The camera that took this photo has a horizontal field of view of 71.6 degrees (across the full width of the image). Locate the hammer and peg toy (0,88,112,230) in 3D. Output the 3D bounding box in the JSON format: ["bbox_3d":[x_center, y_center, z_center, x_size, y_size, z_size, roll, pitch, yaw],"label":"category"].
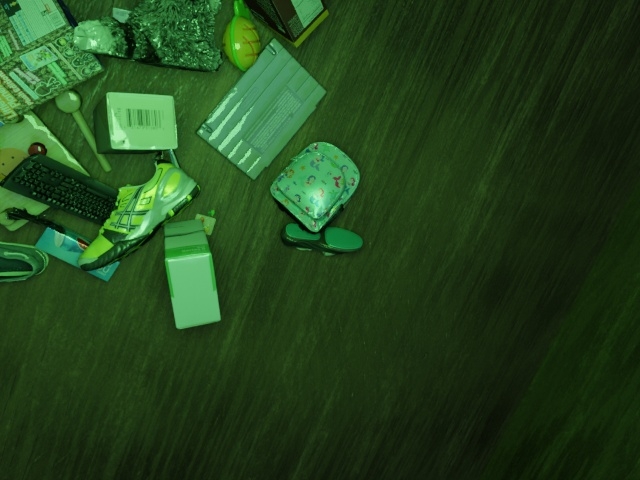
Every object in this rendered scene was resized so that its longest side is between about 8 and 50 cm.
[{"bbox_3d":[-0.735,-0.217,1.144,0.361,0.127,0.266,-36,115,-6],"label":"hammer and peg toy"}]

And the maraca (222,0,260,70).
[{"bbox_3d":[-0.214,-0.560,1.215,0.099,0.127,0.185,1,84,12],"label":"maraca"}]

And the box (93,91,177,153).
[{"bbox_3d":[-0.468,-0.279,1.101,0.148,0.311,0.121,-8,102,-32],"label":"box"}]

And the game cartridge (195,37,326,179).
[{"bbox_3d":[-0.172,-0.383,1.331,0.230,0.068,0.355,40,91,-30],"label":"game cartridge"}]

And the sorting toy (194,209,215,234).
[{"bbox_3d":[-0.362,-0.061,1.393,0.062,0.012,0.083,16,102,-23],"label":"sorting toy"}]

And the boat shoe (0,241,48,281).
[{"bbox_3d":[-0.918,0.056,1.185,0.320,0.099,0.116,4,106,-21],"label":"boat shoe"}]

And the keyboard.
[{"bbox_3d":[-0.667,-0.093,1.152,0.201,0.033,0.317,-41,155,5],"label":"keyboard"}]

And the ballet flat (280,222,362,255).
[{"bbox_3d":[0.000,0.000,1.503,0.281,0.095,0.096,12,145,-13],"label":"ballet flat"}]

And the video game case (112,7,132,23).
[{"bbox_3d":[-0.506,-0.544,1.182,0.087,0.011,0.122,2,106,-21],"label":"video game case"}]

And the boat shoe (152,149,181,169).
[{"bbox_3d":[-0.445,-0.225,1.279,0.066,0.066,0.183,-21,113,-11],"label":"boat shoe"}]

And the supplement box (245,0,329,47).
[{"bbox_3d":[-0.111,-0.648,1.148,0.129,0.191,0.194,-46,154,0],"label":"supplement box"}]

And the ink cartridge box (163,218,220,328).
[{"bbox_3d":[-0.375,0.082,1.278,0.122,0.289,0.211,-9,114,-16],"label":"ink cartridge box"}]

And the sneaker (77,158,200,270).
[{"bbox_3d":[-0.521,-0.067,1.236,0.385,0.145,0.147,-42,99,-9],"label":"sneaker"}]

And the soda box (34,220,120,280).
[{"bbox_3d":[-0.690,0.031,1.277,0.210,0.067,0.071,33,94,-26],"label":"soda box"}]

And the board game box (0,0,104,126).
[{"bbox_3d":[-0.699,-0.440,1.012,0.291,0.141,0.232,-32,72,-7],"label":"board game box"}]

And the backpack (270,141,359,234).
[{"bbox_3d":[-0.008,-0.174,1.377,0.225,0.191,0.253,43,80,5],"label":"backpack"}]

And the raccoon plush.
[{"bbox_3d":[-0.356,-0.565,1.030,0.216,0.446,0.299,8,107,6],"label":"raccoon plush"}]
